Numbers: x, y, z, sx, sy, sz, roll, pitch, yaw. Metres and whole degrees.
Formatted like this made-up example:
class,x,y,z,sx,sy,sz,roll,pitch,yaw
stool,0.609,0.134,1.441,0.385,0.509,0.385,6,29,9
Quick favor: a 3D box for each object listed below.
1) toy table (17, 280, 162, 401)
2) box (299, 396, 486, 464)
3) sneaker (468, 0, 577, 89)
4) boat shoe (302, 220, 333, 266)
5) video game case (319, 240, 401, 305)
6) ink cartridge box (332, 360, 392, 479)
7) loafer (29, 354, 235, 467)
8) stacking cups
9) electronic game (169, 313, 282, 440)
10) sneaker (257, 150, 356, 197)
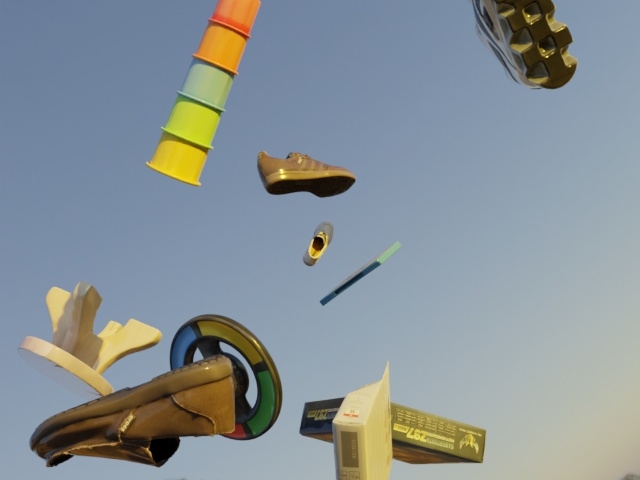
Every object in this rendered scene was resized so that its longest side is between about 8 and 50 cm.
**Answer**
class,x,y,z,sx,sy,sz,roll,pitch,yaw
toy table,-0.452,0.200,1.693,0.274,0.252,0.161,103,-168,-66
box,0.111,0.299,1.364,0.232,0.059,0.183,20,-23,-26
sneaker,0.273,-0.385,1.356,0.122,0.331,0.146,-25,14,-14
boat shoe,0.000,0.000,1.543,0.100,0.035,0.035,-58,3,-35
video game case,0.081,0.067,1.768,0.166,0.015,0.119,-38,-1,32
ink cartridge box,0.054,0.243,1.060,0.179,0.045,0.145,-55,-37,-71
loafer,-0.281,0.285,1.306,0.365,0.130,0.134,-23,-5,24
stacking cups,-0.173,-0.245,1.393,0.096,0.096,0.316,15,-79,-62
electronic game,-0.162,0.232,1.474,0.048,0.229,0.229,-32,-19,-54
sneaker,-0.021,-0.117,1.431,0.188,0.071,0.066,-1,-32,-43
